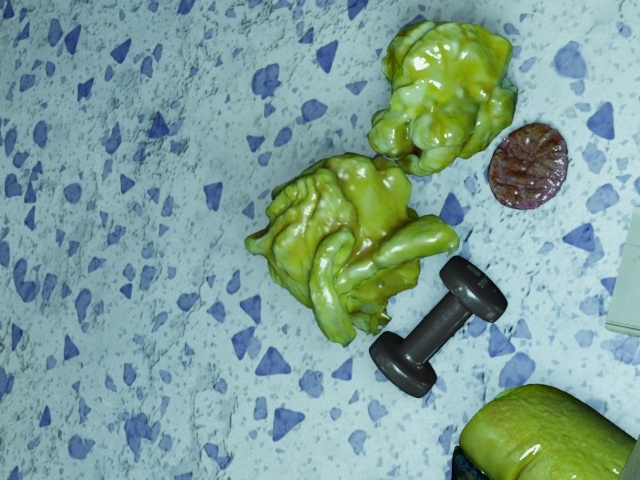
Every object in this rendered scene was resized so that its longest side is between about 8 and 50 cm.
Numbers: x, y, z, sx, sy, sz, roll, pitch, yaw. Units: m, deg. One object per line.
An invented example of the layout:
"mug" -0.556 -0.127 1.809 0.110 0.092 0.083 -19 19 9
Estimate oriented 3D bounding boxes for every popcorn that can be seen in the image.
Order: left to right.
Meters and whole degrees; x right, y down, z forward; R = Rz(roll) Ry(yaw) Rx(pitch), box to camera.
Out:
"popcorn" 0.035 0.012 1.894 0.325 0.290 0.321 -68 9 -29
"popcorn" 0.200 -0.230 1.953 0.225 0.276 0.276 2 78 58

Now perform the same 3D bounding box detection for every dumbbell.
"dumbbell" 0.194 0.142 1.926 0.124 0.140 0.225 43 107 5

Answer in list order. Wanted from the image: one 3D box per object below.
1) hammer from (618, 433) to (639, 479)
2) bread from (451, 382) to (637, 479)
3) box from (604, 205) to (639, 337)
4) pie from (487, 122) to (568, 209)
"hammer" 0.481 0.200 1.573 0.168 0.044 0.440 11 50 32
"bread" 0.362 0.351 1.645 0.376 0.251 0.208 37 131 41
"box" 0.503 0.050 1.767 0.109 0.029 0.198 10 83 41
"pie" 0.344 -0.123 1.947 0.154 0.036 0.154 -13 68 36
